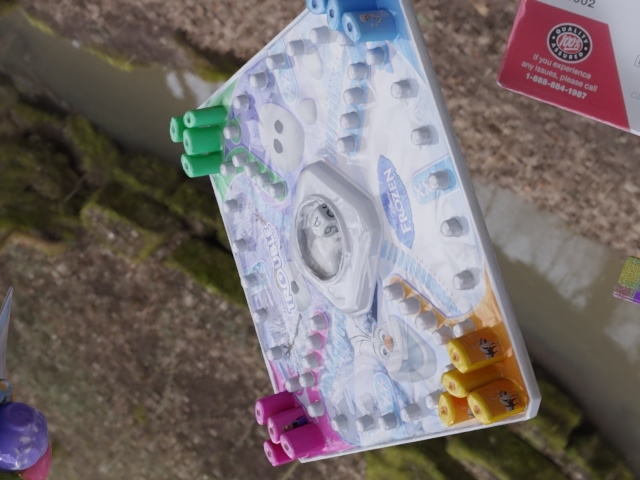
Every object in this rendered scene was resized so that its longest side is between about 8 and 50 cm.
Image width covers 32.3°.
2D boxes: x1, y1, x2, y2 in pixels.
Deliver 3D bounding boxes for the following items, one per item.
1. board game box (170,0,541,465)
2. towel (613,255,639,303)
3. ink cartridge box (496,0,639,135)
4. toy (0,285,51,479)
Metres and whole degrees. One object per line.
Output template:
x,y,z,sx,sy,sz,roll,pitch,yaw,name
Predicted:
0.000,0.000,1.000,0.390,0.050,0.390,-28,77,57,board game box
0.428,0.056,1.461,0.009,0.060,0.083,25,178,-36,towel
0.362,-0.292,1.026,0.279,0.160,0.384,24,115,22,ink cartridge box
-0.214,0.164,0.740,0.056,0.137,0.237,15,128,-9,toy
